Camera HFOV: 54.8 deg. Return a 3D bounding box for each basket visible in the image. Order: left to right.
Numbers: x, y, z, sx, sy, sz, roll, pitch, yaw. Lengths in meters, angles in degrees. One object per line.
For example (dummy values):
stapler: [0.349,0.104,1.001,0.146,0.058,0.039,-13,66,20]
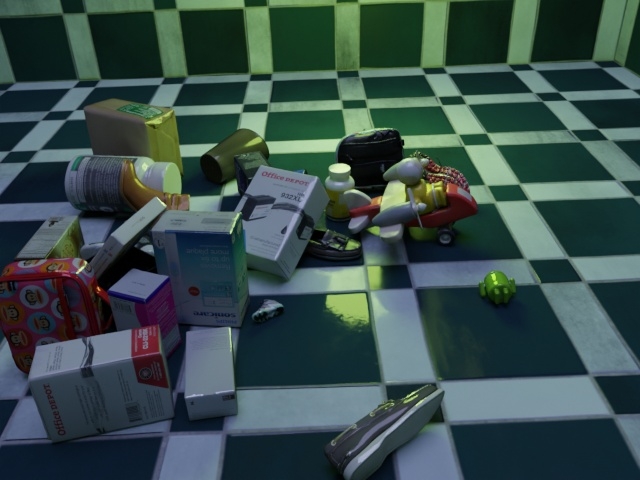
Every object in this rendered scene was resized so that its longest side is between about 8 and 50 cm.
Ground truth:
basket: [-0.352,-0.331,2.457,0.204,0.154,0.227,19,42,33]

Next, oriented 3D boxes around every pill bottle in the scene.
pill bottle: [-0.700,-0.200,2.211,0.360,0.204,0.204,3,33,9]
pill bottle: [0.066,-0.166,2.131,0.103,0.184,0.103,-1,32,1]

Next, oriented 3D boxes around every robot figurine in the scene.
robot figurine: [0.501,0.130,1.747,0.101,0.067,0.115,-8,32,6]

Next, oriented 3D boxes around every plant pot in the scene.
plant pot: [-0.549,0.137,1.704,0.188,0.167,0.187,21,39,33]

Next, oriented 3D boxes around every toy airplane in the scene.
toy airplane: [0.260,-0.142,2.001,0.384,0.273,0.386,-21,37,-26]

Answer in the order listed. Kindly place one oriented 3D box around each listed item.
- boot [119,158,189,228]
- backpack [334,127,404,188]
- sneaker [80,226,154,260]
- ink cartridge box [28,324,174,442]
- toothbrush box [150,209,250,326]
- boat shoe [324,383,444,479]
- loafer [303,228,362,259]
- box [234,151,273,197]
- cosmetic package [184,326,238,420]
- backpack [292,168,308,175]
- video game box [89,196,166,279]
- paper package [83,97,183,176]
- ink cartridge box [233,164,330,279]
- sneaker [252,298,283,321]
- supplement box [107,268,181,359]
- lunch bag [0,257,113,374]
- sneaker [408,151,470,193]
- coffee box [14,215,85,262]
boot: [-0.548,-0.141,2.062,0.220,0.284,0.109,-8,-4,-9]
backpack: [0.178,-0.307,2.319,0.253,0.225,0.191,-10,11,-5]
sneaker: [-0.605,0.026,1.952,0.268,0.101,0.153,4,32,-1]
ink cartridge box: [-0.481,0.319,1.382,0.272,0.197,0.114,-10,31,-13]
toothbrush box: [-0.316,0.077,1.665,0.216,0.296,0.126,3,31,6]
boat shoe: [0.143,0.391,1.316,0.305,0.109,0.091,-30,46,-31]
loafer: [0.000,0.000,1.964,0.267,0.084,0.096,7,32,15]
box: [-0.233,-0.211,2.250,0.108,0.153,0.207,-13,33,-16]
cosmetic package: [-0.263,0.315,1.486,0.117,0.086,0.231,-6,34,-6]
backpack: [-0.089,-0.184,2.257,0.101,0.098,0.120,-12,36,24]
video game box: [-0.510,-0.004,1.617,0.048,0.187,0.205,41,37,-7]
paper package: [-0.719,-0.371,2.384,0.324,0.310,0.168,16,37,25]
ink cartridge box: [-0.142,-0.062,1.912,0.223,0.129,0.308,15,65,26]
sneaker: [-0.158,0.191,1.721,0.098,0.038,0.069,-12,31,-33]
supplement box: [-0.438,0.197,1.553,0.111,0.220,0.114,11,33,18]
lunch bag: [-0.635,0.186,1.518,0.258,0.293,0.120,-5,28,-3]
sneaker: [0.443,-0.221,2.275,0.121,0.112,0.299,-47,53,4]
coffee box: [-0.820,0.044,1.893,0.098,0.141,0.247,0,33,3]
